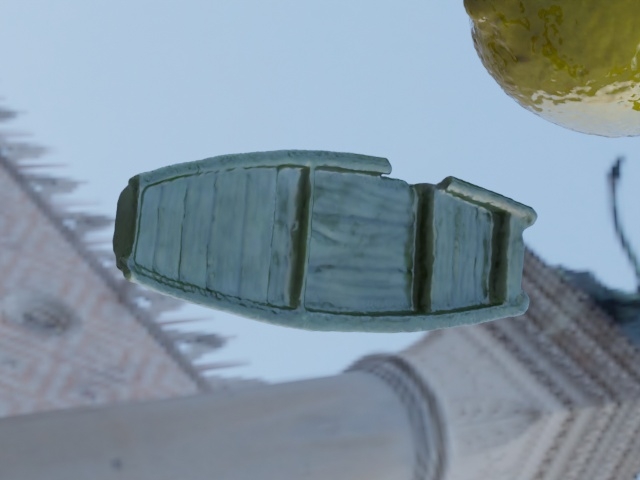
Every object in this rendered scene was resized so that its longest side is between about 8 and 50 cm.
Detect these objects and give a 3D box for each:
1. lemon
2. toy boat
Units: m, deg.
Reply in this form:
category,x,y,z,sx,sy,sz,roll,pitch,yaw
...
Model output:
category,x,y,z,sx,sy,sz,roll,pitch,yaw
lemon,0.190,-0.153,1.046,0.187,0.244,0.187,26,-58,51
toy boat,0.000,0.000,0.870,0.055,0.293,0.093,4,-91,45
